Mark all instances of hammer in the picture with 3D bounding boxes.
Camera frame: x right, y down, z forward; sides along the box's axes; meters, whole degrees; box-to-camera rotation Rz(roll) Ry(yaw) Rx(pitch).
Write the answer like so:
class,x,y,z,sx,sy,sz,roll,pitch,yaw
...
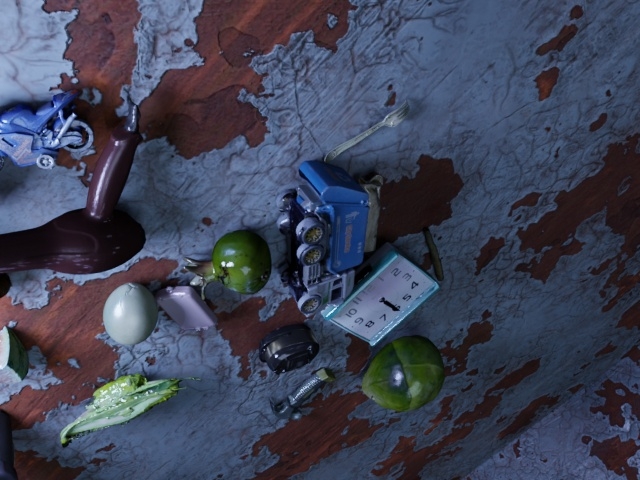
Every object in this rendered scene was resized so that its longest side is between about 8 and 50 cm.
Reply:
class,x,y,z,sx,sy,sz,roll,pitch,yaw
hammer,-0.056,0.485,1.694,0.226,0.041,0.159,-42,136,13

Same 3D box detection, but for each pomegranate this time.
class,x,y,z,sx,sy,sz,roll,pitch,yaw
pomegranate,-0.202,0.058,1.182,0.191,0.131,0.152,-10,136,-9

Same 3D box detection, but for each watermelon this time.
class,x,y,z,sx,sy,sz,roll,pitch,yaw
watermelon,-0.696,0.251,1.124,0.158,0.098,0.121,10,122,-29

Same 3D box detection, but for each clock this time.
class,x,y,z,sx,sy,sz,roll,pitch,yaw
clock,0.155,0.139,1.456,0.262,0.116,0.231,-45,129,13

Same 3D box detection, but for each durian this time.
class,x,y,z,sx,sy,sz,roll,pitch,yaw
durian,-0.488,0.401,1.350,0.375,0.106,0.132,-27,133,-2

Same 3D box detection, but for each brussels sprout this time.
class,x,y,z,sx,sy,sz,roll,pitch,yaw
brussels sprout,0.257,0.426,1.686,0.210,0.219,0.271,7,146,-42

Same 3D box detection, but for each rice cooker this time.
class,x,y,z,sx,sy,sz,roll,pitch,yaw
rice cooker,-0.086,0.297,1.469,0.165,0.106,0.112,-17,139,-28

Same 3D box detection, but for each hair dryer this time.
class,x,y,z,sx,sy,sz,roll,pitch,yaw
hair dryer,-0.408,-0.089,0.915,0.313,0.123,0.340,-6,127,-59

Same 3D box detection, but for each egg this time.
class,x,y,z,sx,sy,sz,roll,pitch,yaw
egg,-0.413,0.160,1.170,0.114,0.114,0.152,-4,127,-24

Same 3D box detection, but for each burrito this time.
class,x,y,z,sx,sy,sz,roll,pitch,yaw
burrito,0.107,-0.062,1.278,0.087,0.060,0.225,-16,134,-24

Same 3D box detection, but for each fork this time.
class,x,y,z,sx,sy,sz,roll,pitch,yaw
fork,0.101,-0.231,1.151,0.220,0.028,0.034,-33,139,2

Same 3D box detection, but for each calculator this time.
class,x,y,z,sx,sy,sz,roll,pitch,yaw
calculator,-0.314,0.160,1.257,0.100,0.032,0.175,-9,138,15

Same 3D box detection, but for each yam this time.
class,x,y,z,sx,sy,sz,roll,pitch,yaw
yam,0.320,0.045,1.507,0.029,0.027,0.234,-37,136,-8

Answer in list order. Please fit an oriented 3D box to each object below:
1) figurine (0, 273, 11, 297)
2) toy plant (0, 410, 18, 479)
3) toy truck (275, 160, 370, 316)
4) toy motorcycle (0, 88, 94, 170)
class,x,y,z,sx,sy,sz,roll,pitch,yaw
figurine,-0.644,0.017,0.901,0.168,0.187,0.315,-45,160,-42
toy plant,-0.744,0.566,1.155,0.280,0.400,0.185,-5,132,-25
toy truck,0.000,0.000,1.222,0.175,0.146,0.367,-15,133,-21
toy motorcycle,-0.481,-0.177,0.874,0.205,0.076,0.114,-18,127,-13
